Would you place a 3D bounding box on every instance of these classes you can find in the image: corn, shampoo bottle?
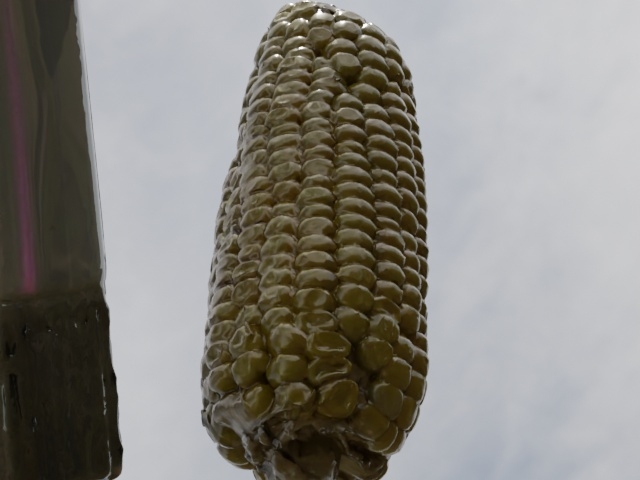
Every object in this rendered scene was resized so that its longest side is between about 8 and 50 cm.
[{"bbox_3d":[0.000,0.000,0.906,0.119,0.322,0.119,2,-36,1],"label":"corn"},{"bbox_3d":[-0.089,-0.062,0.344,0.056,0.086,0.227,-12,-84,-57],"label":"shampoo bottle"}]
